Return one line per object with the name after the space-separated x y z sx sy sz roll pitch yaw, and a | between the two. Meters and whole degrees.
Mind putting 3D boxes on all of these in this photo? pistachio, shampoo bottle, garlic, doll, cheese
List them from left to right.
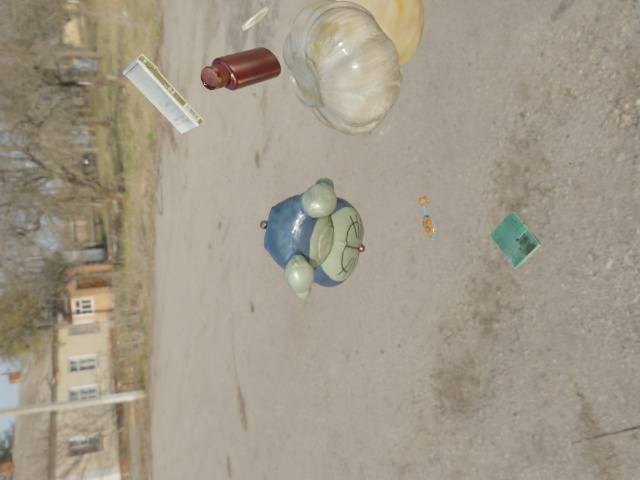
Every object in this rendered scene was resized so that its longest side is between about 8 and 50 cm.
-0.216 -0.462 1.458 0.102 0.260 0.064 48 131 3 | shampoo bottle
0.000 0.000 1.041 0.154 0.258 0.228 10 87 36 | doll
0.042 -0.279 0.870 0.228 0.152 0.228 49 166 17 | garlic
0.123 -0.506 1.289 0.230 0.229 0.309 -43 22 61 | pistachio
0.264 -0.055 1.333 0.047 0.017 0.111 -23 79 56 | cheese

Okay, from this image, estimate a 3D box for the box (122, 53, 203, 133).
-0.372 -0.342 1.276 0.109 0.198 0.029 -1 47 54 | box

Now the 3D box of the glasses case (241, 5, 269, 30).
-0.161 -0.548 1.332 0.021 0.083 0.032 50 -171 -27 | glasses case

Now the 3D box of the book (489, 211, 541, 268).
0.541 -0.004 1.498 0.103 0.017 0.135 -54 42 31 | book
